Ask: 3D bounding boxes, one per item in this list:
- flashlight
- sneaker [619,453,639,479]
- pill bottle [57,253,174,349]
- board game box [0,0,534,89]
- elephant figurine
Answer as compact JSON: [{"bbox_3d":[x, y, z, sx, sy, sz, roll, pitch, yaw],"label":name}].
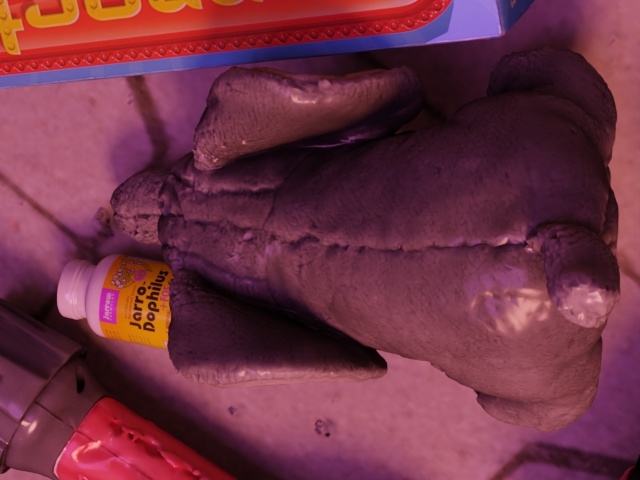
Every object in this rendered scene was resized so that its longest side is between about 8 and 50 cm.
[{"bbox_3d":[-0.063,0.137,0.798,0.304,0.103,0.103,33,121,2],"label":"flashlight"},{"bbox_3d":[0.173,0.063,0.688,0.296,0.104,0.147,-40,94,23],"label":"sneaker"},{"bbox_3d":[-0.089,0.031,0.793,0.083,0.043,0.043,9,115,15],"label":"pill bottle"},{"bbox_3d":[-0.082,-0.224,0.653,0.308,0.086,0.302,-4,111,21],"label":"board game box"},{"bbox_3d":[0.000,0.000,0.662,0.239,0.169,0.186,5,143,8],"label":"elephant figurine"}]
